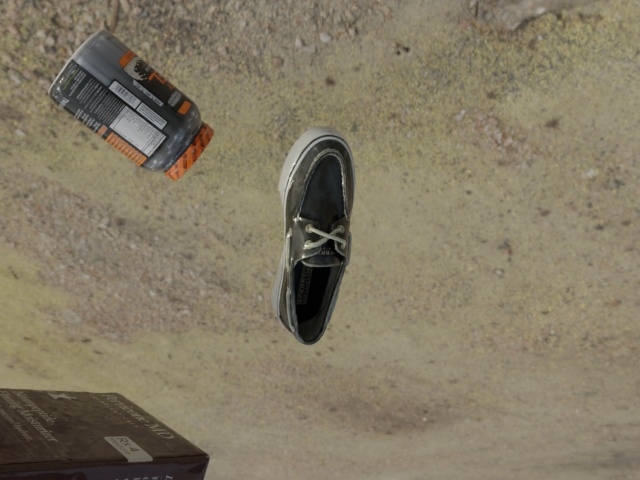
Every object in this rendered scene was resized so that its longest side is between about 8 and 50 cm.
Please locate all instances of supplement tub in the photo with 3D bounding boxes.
[{"bbox_3d":[-0.243,-0.172,0.748,0.190,0.117,0.117,39,133,-23],"label":"supplement tub"}]

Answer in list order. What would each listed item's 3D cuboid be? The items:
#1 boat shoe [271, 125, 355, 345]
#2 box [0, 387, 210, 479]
[{"bbox_3d":[0.000,0.000,0.561,0.078,0.070,0.219,-2,114,-20],"label":"boat shoe"},{"bbox_3d":[-0.237,0.225,0.458,0.169,0.166,0.203,12,174,41],"label":"box"}]
